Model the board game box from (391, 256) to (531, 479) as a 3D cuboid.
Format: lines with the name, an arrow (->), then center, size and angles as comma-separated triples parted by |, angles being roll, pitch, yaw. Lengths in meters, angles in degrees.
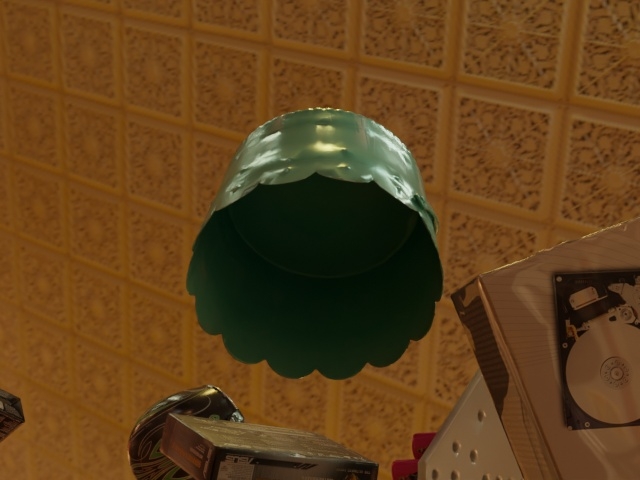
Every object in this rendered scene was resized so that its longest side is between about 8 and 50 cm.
board game box -> 0.245, 0.268, 1.130 | 0.050, 0.390, 0.390 | -9, -64, 39

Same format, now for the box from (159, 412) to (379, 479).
box -> -0.069, 0.281, 1.359 | 0.183, 0.231, 0.056 | 8, -94, 62

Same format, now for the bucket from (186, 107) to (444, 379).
bucket -> 0.000, 0.000, 1.169 | 0.281, 0.183, 0.281 | 2, -56, 3

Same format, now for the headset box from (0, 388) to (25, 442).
headset box -> -0.315, 0.164, 0.933 | 0.083, 0.062, 0.032 | -40, -136, 11

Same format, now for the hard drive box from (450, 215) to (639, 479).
hard drive box -> 0.202, 0.101, 0.579 | 0.089, 0.181, 0.232 | 109, -40, -80

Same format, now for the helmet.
helmet -> -0.203, 0.305, 1.564 | 0.169, 0.161, 0.169 | 36, -38, 34
